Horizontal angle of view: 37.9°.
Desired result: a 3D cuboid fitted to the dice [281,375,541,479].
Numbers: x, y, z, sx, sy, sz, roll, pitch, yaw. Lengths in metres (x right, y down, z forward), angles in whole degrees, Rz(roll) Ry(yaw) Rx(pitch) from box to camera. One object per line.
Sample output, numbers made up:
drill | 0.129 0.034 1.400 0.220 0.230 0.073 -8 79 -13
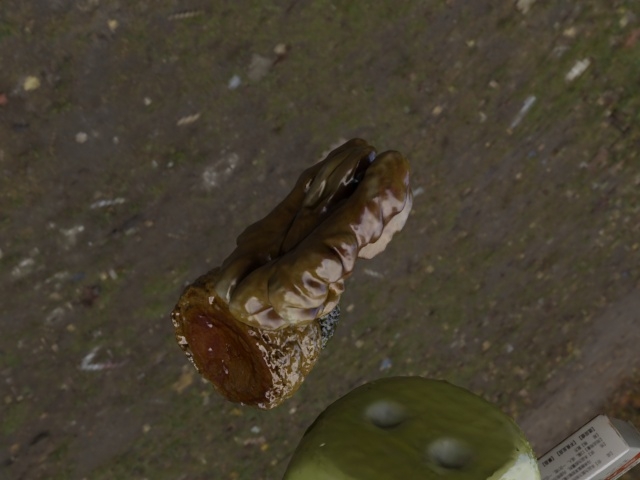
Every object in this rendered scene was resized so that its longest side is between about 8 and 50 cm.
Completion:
dice | 0.079 0.233 0.827 0.169 0.169 0.166 -23 125 -38

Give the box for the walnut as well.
walnut | 0.000 0.000 0.700 0.170 0.143 0.069 -45 118 -4

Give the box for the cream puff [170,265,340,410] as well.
cream puff | -0.058 0.087 1.089 0.169 0.183 0.183 -39 156 -39

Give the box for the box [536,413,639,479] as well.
box | 0.292 0.373 1.308 0.353 0.069 0.214 -39 153 14
